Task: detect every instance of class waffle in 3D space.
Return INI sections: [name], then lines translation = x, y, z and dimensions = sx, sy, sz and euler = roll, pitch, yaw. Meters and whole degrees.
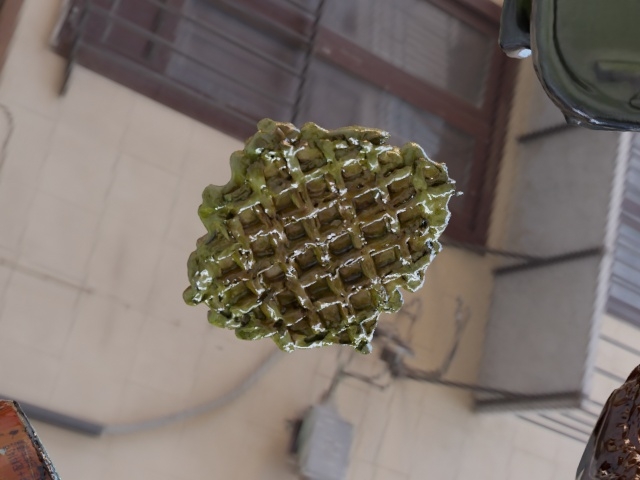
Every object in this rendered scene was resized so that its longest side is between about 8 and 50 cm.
[waffle]
translation = -0.001, -0.001, 1.239
dimensions = 0.245, 0.254, 0.052
euler = -67, -152, 22

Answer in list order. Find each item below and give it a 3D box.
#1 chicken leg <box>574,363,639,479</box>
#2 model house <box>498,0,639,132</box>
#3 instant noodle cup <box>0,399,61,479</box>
[chicken leg]
translation = 0.200, 0.110, 0.723
dimensions = 0.158, 0.096, 0.407
euler = 110, 3, -50
[model house]
translation = 0.189, -0.174, 0.683
dimensions = 0.278, 0.218, 0.205
euler = -111, -154, -74
[instant noodle cup]
translation = -0.297, 0.264, 1.021
dimensions = 0.296, 0.214, 0.296
euler = 53, -24, 35
